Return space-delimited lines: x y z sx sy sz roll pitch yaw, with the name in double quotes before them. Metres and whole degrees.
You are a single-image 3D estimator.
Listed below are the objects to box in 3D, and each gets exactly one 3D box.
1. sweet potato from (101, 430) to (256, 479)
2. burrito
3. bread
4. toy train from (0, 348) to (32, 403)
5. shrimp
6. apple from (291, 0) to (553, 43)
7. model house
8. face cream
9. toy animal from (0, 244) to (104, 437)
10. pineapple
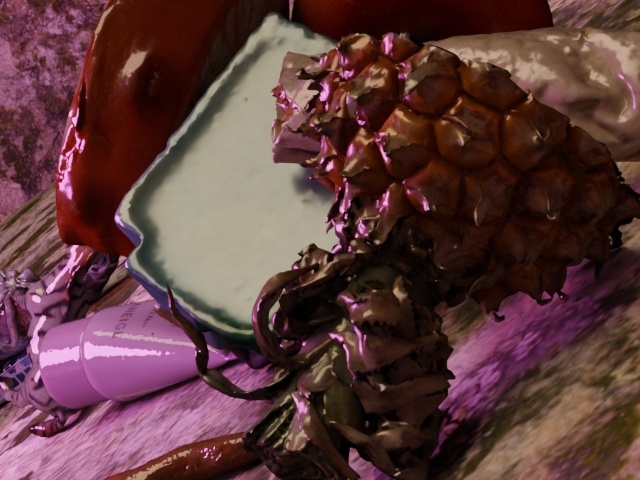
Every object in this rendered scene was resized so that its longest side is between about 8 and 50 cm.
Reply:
"sweet potato" -0.119 0.192 1.405 0.214 0.050 0.050 -27 16 20
"burrito" 0.135 -0.102 1.309 0.392 0.076 0.117 1 70 25
"bread" -0.134 -0.130 1.622 0.327 0.114 0.295 -45 -26 -66
"toy train" -0.417 0.188 2.235 0.207 0.047 0.043 -32 13 29
"shrimp" -0.436 0.084 2.440 0.410 0.166 0.221 -20 17 23
"apple" 0.091 -0.199 1.688 0.260 0.260 0.216 -36 17 13
"model house" 0.000 0.000 1.499 0.230 0.249 0.280 29 75 33
"face cream" -0.153 0.102 1.750 0.274 0.096 0.154 -16 20 29
"toy animal" -0.295 0.085 1.923 0.090 0.255 0.170 1 17 -24
"pineapple" 0.046 0.038 1.156 0.272 0.262 0.262 -60 19 -18
